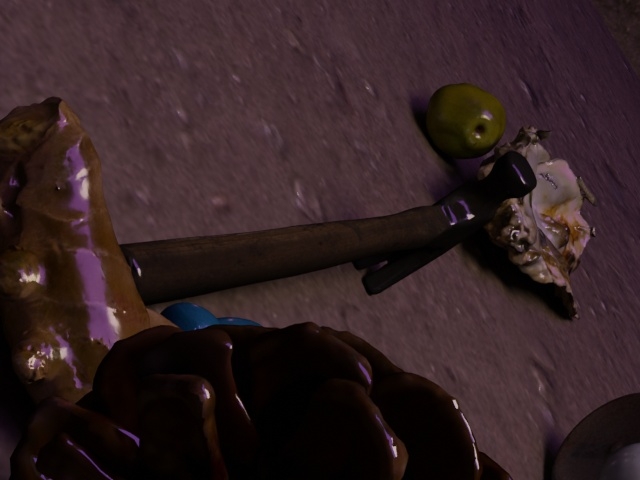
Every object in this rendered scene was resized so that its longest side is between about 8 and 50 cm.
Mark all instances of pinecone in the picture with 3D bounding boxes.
[{"bbox_3d":[-0.025,0.143,0.559,0.309,0.244,0.244,77,-6,-66],"label":"pinecone"}]

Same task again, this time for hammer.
[{"bbox_3d":[0.000,0.000,0.934,0.440,0.168,0.044,-8,65,-55],"label":"hammer"}]

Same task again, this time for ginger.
[{"bbox_3d":[-0.140,0.028,0.693,0.115,0.081,0.205,-32,93,-34],"label":"ginger"}]

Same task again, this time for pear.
[{"bbox_3d":[0.162,-0.135,1.442,0.092,0.092,0.097,49,11,-19],"label":"pear"}]

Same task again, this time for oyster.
[{"bbox_3d":[0.234,-0.030,1.456,0.354,0.107,0.201,38,49,-60],"label":"oyster"}]

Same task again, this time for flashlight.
[{"bbox_3d":[-0.060,0.068,0.825,0.129,0.051,0.051,14,50,-57],"label":"flashlight"}]

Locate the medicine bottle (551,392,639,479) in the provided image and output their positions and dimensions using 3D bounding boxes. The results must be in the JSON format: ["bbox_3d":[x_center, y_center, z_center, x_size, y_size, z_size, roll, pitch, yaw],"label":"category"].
[{"bbox_3d":[0.368,0.304,1.232,0.322,0.151,0.151,49,26,-19],"label":"medicine bottle"}]

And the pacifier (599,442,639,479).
[{"bbox_3d":[0.171,0.224,0.882,0.287,0.226,0.238,36,14,-42],"label":"pacifier"}]
